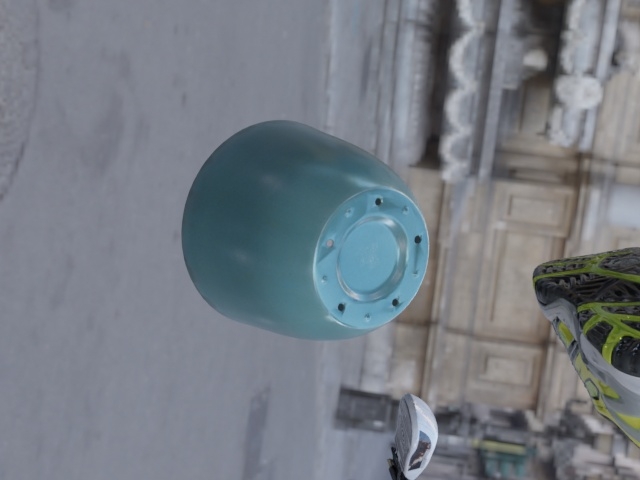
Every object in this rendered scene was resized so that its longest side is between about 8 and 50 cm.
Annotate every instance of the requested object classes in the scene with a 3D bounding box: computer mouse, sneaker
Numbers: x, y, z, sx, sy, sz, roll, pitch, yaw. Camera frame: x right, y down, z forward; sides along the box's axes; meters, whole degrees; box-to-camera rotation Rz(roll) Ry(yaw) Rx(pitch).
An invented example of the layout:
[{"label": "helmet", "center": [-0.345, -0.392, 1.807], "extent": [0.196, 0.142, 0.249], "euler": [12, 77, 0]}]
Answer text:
[{"label": "computer mouse", "center": [0.119, 0.261, 1.439], "extent": [0.193, 0.042, 0.106], "euler": [96, -13, -48]}, {"label": "sneaker", "center": [0.307, 0.109, 1.193], "extent": [0.384, 0.145, 0.147], "euler": [-73, 151, -73]}]

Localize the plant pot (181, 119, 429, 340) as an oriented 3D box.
[{"label": "plant pot", "center": [0.000, 0.000, 1.515], "extent": [0.235, 0.293, 0.292], "euler": [20, -74, 54]}]
